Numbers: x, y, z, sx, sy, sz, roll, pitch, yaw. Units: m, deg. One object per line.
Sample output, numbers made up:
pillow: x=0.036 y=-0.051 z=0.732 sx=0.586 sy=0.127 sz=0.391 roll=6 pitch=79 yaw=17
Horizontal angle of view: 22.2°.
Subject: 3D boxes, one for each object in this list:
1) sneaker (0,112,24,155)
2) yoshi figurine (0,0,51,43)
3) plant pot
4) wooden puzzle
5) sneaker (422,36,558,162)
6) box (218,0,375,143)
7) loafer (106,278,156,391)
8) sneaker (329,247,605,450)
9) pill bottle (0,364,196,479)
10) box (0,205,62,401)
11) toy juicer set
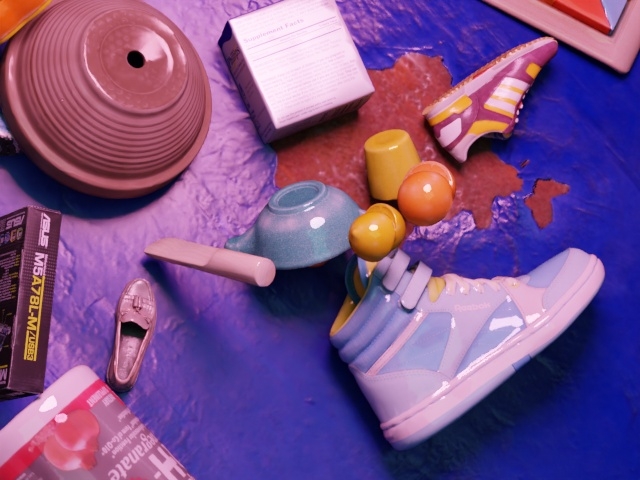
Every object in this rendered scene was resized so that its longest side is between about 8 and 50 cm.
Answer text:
sneaker: x=-0.373 y=-0.146 z=1.750 sx=0.162 sy=0.063 sz=0.073 roll=23 pitch=71 yaw=-8
yoshi figurine: x=-0.413 y=-0.386 z=1.684 sx=0.362 sy=0.203 sz=0.203 roll=44 pitch=44 yaw=-22
plant pot: x=-0.213 y=-0.172 z=1.740 sx=0.237 sy=0.110 sz=0.237 roll=10 pitch=68 yaw=-25
wooden puzzle: x=0.312 y=-0.345 z=1.962 sx=0.238 sy=0.044 sz=0.221 roll=29 pitch=73 yaw=-6
sneaker: x=0.209 y=-0.164 z=1.892 sx=0.185 sy=0.069 sz=0.084 roll=-33 pitch=96 yaw=-11
box: x=-0.028 y=-0.197 z=1.836 sx=0.126 sy=0.072 sz=0.137 roll=-22 pitch=84 yaw=-16
loafer: x=-0.200 y=0.099 z=1.747 sx=0.045 sy=0.039 sz=0.125 roll=13 pitch=75 yaw=-9
sneaker: x=0.150 y=0.059 z=1.794 sx=0.319 sy=0.127 sz=0.208 roll=-37 pitch=89 yaw=-18
pill bottle: x=-0.194 y=0.293 z=1.635 sx=0.176 sy=0.176 sz=0.318 roll=-43 pitch=90 yaw=-18
box: x=-0.327 y=0.071 z=1.647 sx=0.045 sy=0.190 sz=0.184 roll=10 pitch=74 yaw=-34
toy juicer set: x=0.000 y=0.000 z=1.739 sx=0.329 sy=0.209 sz=0.089 roll=-25 pitch=117 yaw=-16
